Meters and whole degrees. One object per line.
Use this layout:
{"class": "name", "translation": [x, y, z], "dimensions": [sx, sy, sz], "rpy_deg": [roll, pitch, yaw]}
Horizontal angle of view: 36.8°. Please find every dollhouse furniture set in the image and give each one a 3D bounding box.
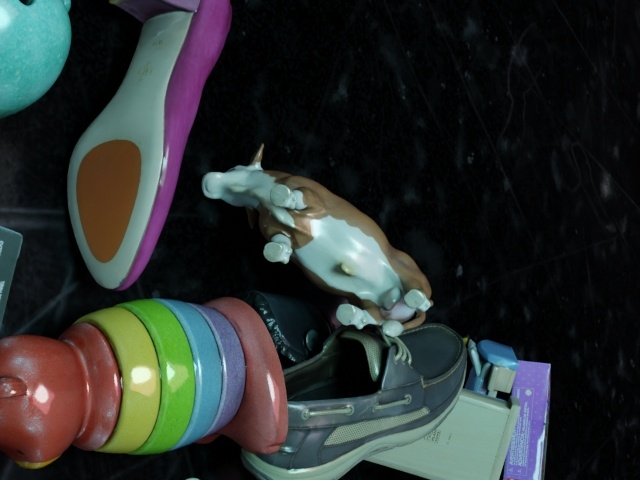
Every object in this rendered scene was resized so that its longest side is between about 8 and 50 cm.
{"class": "dollhouse furniture set", "translation": [0.156, 0.285, 1.414], "dimensions": [0.303, 0.198, 0.287], "rpy_deg": [-33, 139, -80]}

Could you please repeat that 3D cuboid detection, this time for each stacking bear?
{"class": "stacking bear", "translation": [-0.196, 0.140, 0.925], "dimensions": [0.289, 0.175, 0.164], "rpy_deg": [-1, 88, -44]}

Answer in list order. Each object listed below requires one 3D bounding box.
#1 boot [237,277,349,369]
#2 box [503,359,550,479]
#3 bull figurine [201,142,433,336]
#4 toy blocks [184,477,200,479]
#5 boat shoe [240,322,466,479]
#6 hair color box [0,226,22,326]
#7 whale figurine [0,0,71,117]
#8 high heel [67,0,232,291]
{"class": "boot", "translation": [-0.018, 0.076, 1.193], "dimensions": [0.207, 0.094, 0.247], "rpy_deg": [13, 82, -54]}
{"class": "box", "translation": [0.334, 0.322, 1.543], "dimensions": [0.293, 0.057, 0.201], "rpy_deg": [57, 41, -67]}
{"class": "bull figurine", "translation": [0.000, 0.000, 1.094], "dimensions": [0.310, 0.101, 0.188], "rpy_deg": [34, 11, -2]}
{"class": "toy blocks", "translation": [-0.090, 0.322, 1.031], "dimensions": [0.054, 0.148, 0.123], "rpy_deg": [3, 83, -50]}
{"class": "boat shoe", "translation": [0.061, 0.167, 1.125], "dimensions": [0.355, 0.132, 0.130], "rpy_deg": [-25, 132, -44]}
{"class": "hair color box", "translation": [-0.418, 0.031, 0.686], "dimensions": [0.374, 0.113, 0.185], "rpy_deg": [25, 66, -46]}
{"class": "whale figurine", "translation": [-0.299, -0.244, 0.846], "dimensions": [0.216, 0.141, 0.272], "rpy_deg": [11, 75, -50]}
{"class": "high heel", "translation": [-0.158, -0.126, 1.035], "dimensions": [0.181, 0.127, 0.377], "rpy_deg": [20, 77, -61]}
